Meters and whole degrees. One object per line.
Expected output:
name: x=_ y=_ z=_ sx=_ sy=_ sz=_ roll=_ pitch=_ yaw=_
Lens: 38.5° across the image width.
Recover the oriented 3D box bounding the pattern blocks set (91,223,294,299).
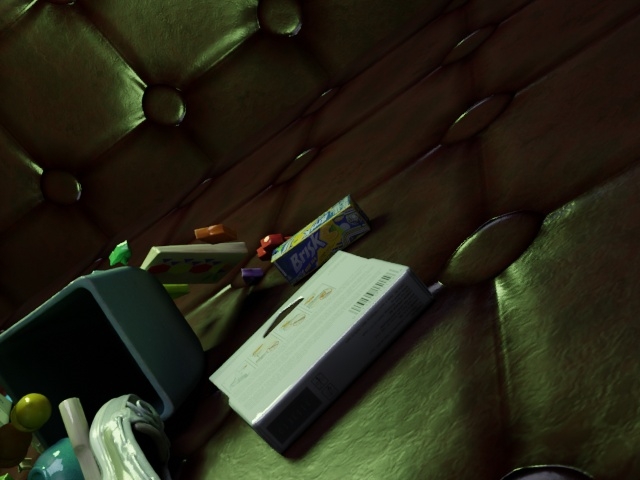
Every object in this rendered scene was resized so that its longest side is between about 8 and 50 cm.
pattern blocks set: x=-0.225 y=0.040 z=1.594 sx=0.285 sy=0.325 sz=0.026 roll=-35 pitch=61 yaw=41

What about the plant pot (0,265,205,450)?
plant pot: x=-0.332 y=0.186 z=1.498 sx=0.248 sy=0.247 sz=0.252 roll=-33 pitch=0 yaw=22

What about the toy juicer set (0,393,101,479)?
toy juicer set: x=-0.378 y=0.320 z=1.340 sx=0.090 sy=0.209 sz=0.329 roll=3 pitch=-20 yaw=-46

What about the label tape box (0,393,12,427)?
label tape box: x=-0.840 y=0.454 z=2.097 sx=0.249 sy=0.115 sz=0.348 roll=-42 pitch=18 yaw=-6

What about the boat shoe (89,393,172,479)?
boat shoe: x=-0.232 y=0.294 z=1.209 sx=0.103 sy=0.118 sz=0.320 roll=-34 pitch=21 yaw=0

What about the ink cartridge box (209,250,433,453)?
ink cartridge box: x=-0.009 y=0.135 z=1.219 sx=0.275 sy=0.060 sz=0.239 roll=-44 pitch=16 yaw=-11

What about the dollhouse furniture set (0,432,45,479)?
dollhouse furniture set: x=-0.525 y=0.391 z=1.643 sx=0.059 sy=0.076 sz=0.151 roll=-26 pitch=22 yaw=37

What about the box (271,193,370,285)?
box: x=0.000 y=0.000 z=1.540 sx=0.169 sy=0.059 sz=0.054 roll=-36 pitch=16 yaw=14
